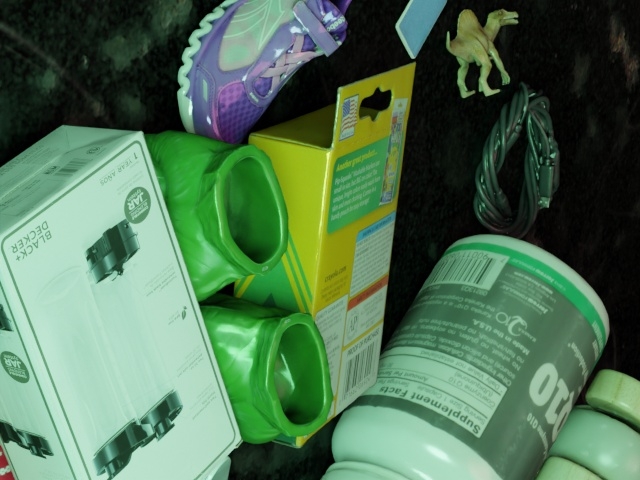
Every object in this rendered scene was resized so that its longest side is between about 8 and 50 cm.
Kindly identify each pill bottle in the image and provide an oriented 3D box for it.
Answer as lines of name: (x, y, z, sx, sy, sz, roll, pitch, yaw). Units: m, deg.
pill bottle: (0.139, 0.186, 1.662, 0.361, 0.204, 0.204, -56, 141, -28)

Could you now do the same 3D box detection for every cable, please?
cable: (0.223, -0.093, 1.843, 0.150, 0.047, 0.184, -29, 126, -42)

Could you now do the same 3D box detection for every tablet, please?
tablet: (0.104, -0.235, 1.647, 0.083, 0.006, 0.054, -60, 143, -22)

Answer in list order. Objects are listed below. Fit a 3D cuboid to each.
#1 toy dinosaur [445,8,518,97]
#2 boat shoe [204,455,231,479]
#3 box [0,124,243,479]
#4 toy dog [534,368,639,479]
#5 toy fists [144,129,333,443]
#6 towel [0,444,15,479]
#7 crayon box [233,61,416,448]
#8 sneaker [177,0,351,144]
toy dinosaur: (0.162, -0.201, 1.718, 0.183, 0.053, 0.092, -32, 111, -56)
boat shoe: (-0.129, 0.218, 1.413, 0.065, 0.083, 0.183, -49, 164, -34)
box: (-0.174, 0.079, 1.206, 0.169, 0.087, 0.290, -44, 128, -41)
toy dog: (0.303, 0.250, 1.797, 0.220, 0.161, 0.333, -51, -173, 4)
toy fists: (-0.092, 0.044, 1.314, 0.096, 0.142, 0.279, -34, 117, -40)
towel: (-0.283, 0.185, 1.200, 0.199, 0.031, 0.274, -29, 124, -47)
crayon box: (0.000, 0.000, 1.454, 0.203, 0.083, 0.323, -29, 128, -65)
sneaker: (-0.035, -0.176, 1.377, 0.236, 0.104, 0.095, -62, 145, -20)
